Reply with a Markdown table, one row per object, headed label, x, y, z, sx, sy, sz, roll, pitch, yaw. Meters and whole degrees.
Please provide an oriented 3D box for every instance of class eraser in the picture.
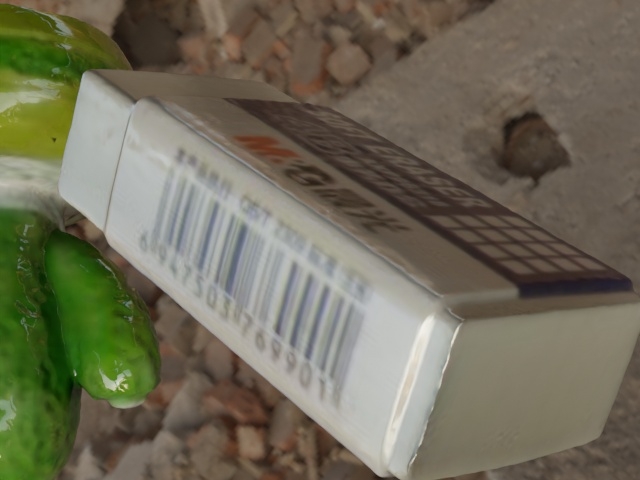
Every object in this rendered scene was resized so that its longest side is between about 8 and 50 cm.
| label | x | y | z | sx | sy | sz | roll | pitch | yaw |
| --- | --- | --- | --- | --- | --- | --- | --- | --- | --- |
| eraser | 0.000 | 0.000 | 0.584 | 0.279 | 0.124 | 0.081 | 35 | 118 | 43 |

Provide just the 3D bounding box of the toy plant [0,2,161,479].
| label | x | y | z | sx | sy | sz | roll | pitch | yaw |
| --- | --- | --- | --- | --- | --- | --- | --- | --- | --- |
| toy plant | -0.206 | 0.019 | 0.838 | 0.224 | 0.184 | 0.316 | -6 | 69 | 15 |
